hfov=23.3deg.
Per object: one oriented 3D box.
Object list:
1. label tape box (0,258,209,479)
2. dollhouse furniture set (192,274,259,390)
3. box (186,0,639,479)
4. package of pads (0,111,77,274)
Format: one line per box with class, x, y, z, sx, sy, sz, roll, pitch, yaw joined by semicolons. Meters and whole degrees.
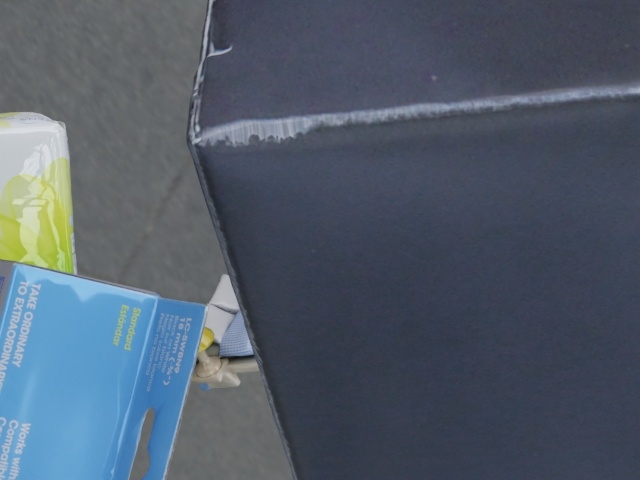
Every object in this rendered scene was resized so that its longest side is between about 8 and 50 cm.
label tape box;-0.231;0.137;1.162;0.106;0.333;0.241;17;82;-31
dollhouse furniture set;0.000;0.000;1.656;0.198;0.286;0.303;65;36;-28
box;0.076;-0.053;0.560;0.182;0.294;0.296;-4;142;8
package of pads;-0.425;-0.024;1.737;0.296;0.101;0.229;-4;100;-13
